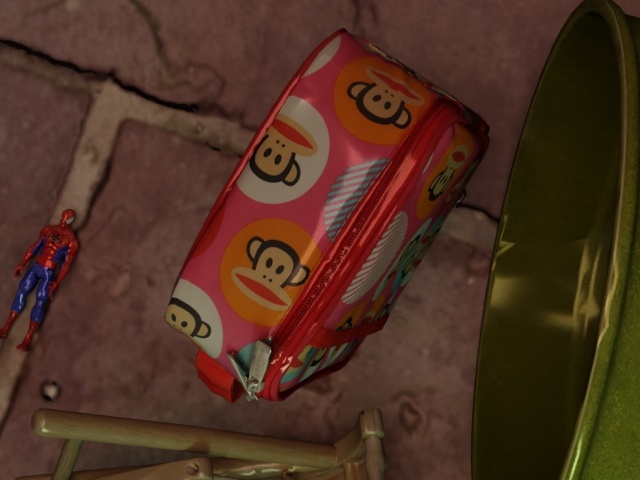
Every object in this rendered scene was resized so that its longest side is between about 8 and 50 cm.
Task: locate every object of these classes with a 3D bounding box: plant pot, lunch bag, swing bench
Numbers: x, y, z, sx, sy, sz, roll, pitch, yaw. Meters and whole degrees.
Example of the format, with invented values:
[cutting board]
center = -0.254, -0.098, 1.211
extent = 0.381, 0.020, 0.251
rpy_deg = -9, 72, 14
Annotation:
[plant pot]
center = 0.308, 0.057, 1.006
extent = 0.353, 0.366, 0.367
rpy_deg = 10, 90, -4
[lunch bag]
center = 0.000, 0.000, 1.054
extent = 0.120, 0.293, 0.258
rpy_deg = 34, 97, 9
[swing bench]
center = -0.077, 0.260, 1.076
extent = 0.254, 0.165, 0.253
rpy_deg = 3, 64, -15

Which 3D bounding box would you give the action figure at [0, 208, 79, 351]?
[action figure]
center = -0.217, 0.028, 1.218
extent = 0.038, 0.030, 0.115
rpy_deg = 25, 90, 13
